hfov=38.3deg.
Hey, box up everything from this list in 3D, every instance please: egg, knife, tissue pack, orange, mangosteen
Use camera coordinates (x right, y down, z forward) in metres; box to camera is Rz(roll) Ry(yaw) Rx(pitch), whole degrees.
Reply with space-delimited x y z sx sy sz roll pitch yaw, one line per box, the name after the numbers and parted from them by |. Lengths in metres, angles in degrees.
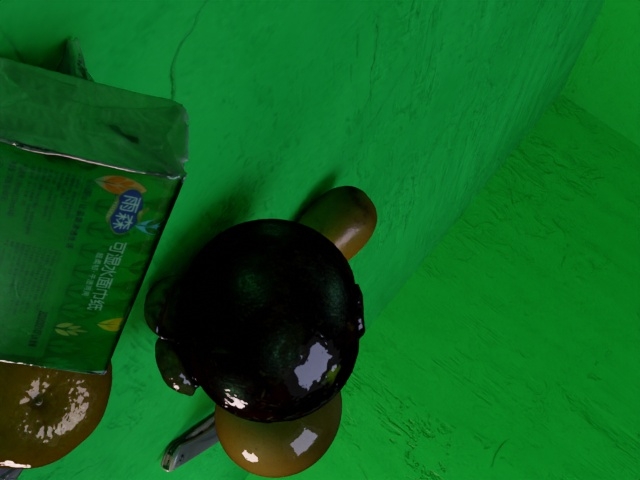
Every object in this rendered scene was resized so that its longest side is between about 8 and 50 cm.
-0.079 0.341 1.873 0.250 0.250 0.322 -57 172 20 | egg
-0.256 0.416 1.944 0.073 0.040 0.265 -68 164 15 | knife
-0.199 -0.028 0.689 0.156 0.148 0.209 -100 -150 -48 | tissue pack
-0.273 0.128 0.846 0.159 0.159 0.136 -49 -152 -16 | orange
-0.082 0.107 1.223 0.288 0.288 0.288 -49 167 -15 | mangosteen

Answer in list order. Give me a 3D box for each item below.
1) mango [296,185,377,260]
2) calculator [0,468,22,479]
0.000 0.000 1.557 0.219 0.112 0.145 -41 168 3 | mango
-0.407 0.286 1.037 0.294 0.043 0.194 -54 169 24 | calculator
